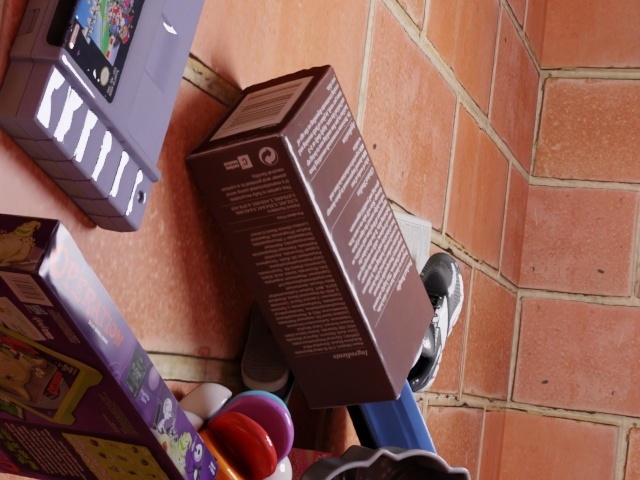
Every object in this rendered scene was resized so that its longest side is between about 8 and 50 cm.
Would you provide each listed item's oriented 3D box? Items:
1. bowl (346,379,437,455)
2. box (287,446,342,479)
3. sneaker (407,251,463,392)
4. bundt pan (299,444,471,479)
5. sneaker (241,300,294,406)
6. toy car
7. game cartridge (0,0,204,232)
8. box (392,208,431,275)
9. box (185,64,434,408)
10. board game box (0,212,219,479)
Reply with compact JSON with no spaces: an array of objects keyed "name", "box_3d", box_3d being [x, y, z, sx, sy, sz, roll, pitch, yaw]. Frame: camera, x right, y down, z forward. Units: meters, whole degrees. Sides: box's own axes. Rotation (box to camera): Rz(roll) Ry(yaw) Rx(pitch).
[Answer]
[{"name":"bowl","box_3d":[0.104,0.296,1.781,0.391,0.077,0.391,159,-90,-85]},{"name":"box","box_3d":[-0.014,0.430,1.675,0.122,0.128,0.257,53,45,-63]},{"name":"sneaker","box_3d":[0.163,0.135,1.842,0.106,0.078,0.234,-16,122,-72]},{"name":"bundt pan","box_3d":[0.061,0.409,1.517,0.124,0.331,0.331,-164,-105,-66]},{"name":"sneaker","box_3d":[-0.060,0.150,1.586,0.222,0.083,0.118,-66,167,-48]},{"name":"toy car","box_3d":[-0.093,0.230,1.325,0.159,0.136,0.182,49,27,0]},{"name":"game cartridge","box_3d":[-0.189,-0.214,1.144,0.230,0.068,0.355,64,35,-62]},{"name":"box","box_3d":[0.073,0.022,1.839,0.311,0.121,0.148,15,80,-70]},{"name":"box","box_3d":[0.000,0.000,1.469,0.381,0.143,0.191,65,31,-23]},{"name":"board game box","box_3d":[-0.222,0.095,0.892,0.347,0.208,0.056,70,28,-51]}]
